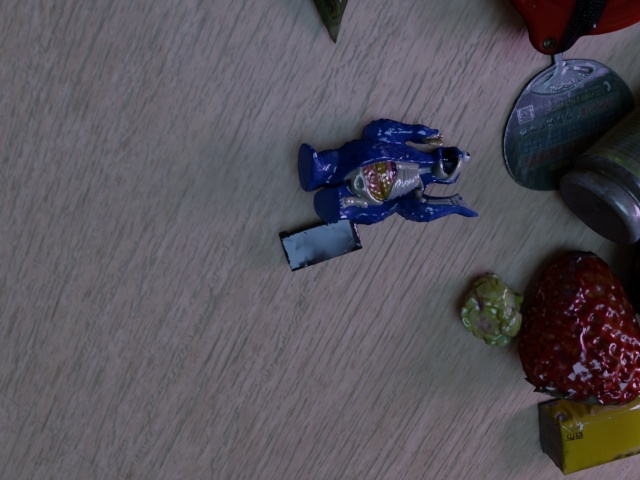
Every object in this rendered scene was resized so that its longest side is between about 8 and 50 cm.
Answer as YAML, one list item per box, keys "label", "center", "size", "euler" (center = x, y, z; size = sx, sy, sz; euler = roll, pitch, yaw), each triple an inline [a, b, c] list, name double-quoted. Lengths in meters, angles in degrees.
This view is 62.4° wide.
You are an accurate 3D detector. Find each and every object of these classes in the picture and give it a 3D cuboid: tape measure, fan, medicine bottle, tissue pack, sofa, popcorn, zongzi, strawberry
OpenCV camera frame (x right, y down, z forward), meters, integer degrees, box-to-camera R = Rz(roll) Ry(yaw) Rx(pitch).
- label: "tape measure"
  center: [0.332, -0.380, 0.646]
  size: [0.253, 0.260, 0.114]
  euler: [55, 49, -16]
- label: "fan"
  center: [0.361, -0.201, 0.824]
  size: [0.294, 0.012, 0.223]
  euler: [41, 98, -18]
- label: "medicine bottle"
  center: [0.527, -0.149, 0.783]
  size: [0.322, 0.151, 0.151]
  euler: [-42, 108, 2]
- label: "tissue pack"
  center: [0.503, 0.348, 0.976]
  size: [0.169, 0.082, 0.120]
  euler: [-12, 107, -5]
- label: "sofa"
  center: [0.000, 0.000, 0.814]
  size: [0.118, 0.039, 0.060]
  euler: [-19, 110, -4]
- label: "popcorn"
  center: [0.281, 0.113, 0.872]
  size: [0.097, 0.089, 0.109]
  euler: [-10, 102, 31]
- label: "zongzi"
  center: [0.037, -0.344, 0.713]
  size: [0.104, 0.052, 0.113]
  euler: [-34, 122, -4]
- label: "strawberry"
  center: [0.425, 0.138, 0.858]
  size: [0.205, 0.205, 0.244]
  euler: [4, 87, -10]

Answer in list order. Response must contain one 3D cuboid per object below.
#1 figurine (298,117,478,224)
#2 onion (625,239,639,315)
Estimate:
- label: "figurine"
  center: [0.097, -0.091, 0.768]
  size: [0.262, 0.121, 0.164]
  euler: [-1, 69, -16]
- label: "onion"
  center: [0.601, 0.076, 0.875]
  size: [0.272, 0.195, 0.272]
  euler: [5, 81, -37]
